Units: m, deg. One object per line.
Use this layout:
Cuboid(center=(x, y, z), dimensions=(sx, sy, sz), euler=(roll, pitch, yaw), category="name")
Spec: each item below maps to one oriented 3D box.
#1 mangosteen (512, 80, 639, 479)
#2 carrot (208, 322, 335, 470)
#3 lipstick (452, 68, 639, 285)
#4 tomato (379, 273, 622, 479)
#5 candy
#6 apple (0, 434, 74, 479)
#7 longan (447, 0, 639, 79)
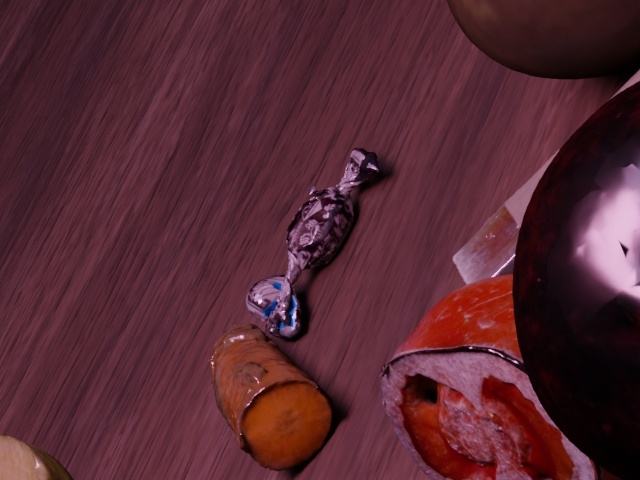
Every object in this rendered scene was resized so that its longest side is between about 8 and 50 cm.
Cuboid(center=(0.284, 0.022, 1.293), dimensions=(0.307, 0.307, 0.347), euler=(-42, -2, 18), category="mangosteen")
Cuboid(center=(-0.061, 0.136, 1.881), dimensions=(0.102, 0.102, 0.263), euler=(-50, 22, 4), category="carrot")
Cuboid(center=(0.273, -0.078, 1.625), dimensions=(0.371, 0.076, 0.080), euler=(-45, 26, 13), category="lipstick")
Cuboid(center=(0.169, 0.107, 1.495), dimensions=(0.214, 0.180, 0.155), euler=(3, 41, 49), category="tomato")
Cuboid(center=(0.000, 0.000, 1.982), dimensions=(0.094, 0.051, 0.226), euler=(7, 64, 47), category="candy")
Cuboid(center=(-0.328, 0.354, 1.852), dimensions=(0.258, 0.233, 0.295), euler=(-21, 23, 24), category="apple")
Cuboid(center=(0.262, -0.295, 1.695), dimensions=(0.350, 0.288, 0.288), euler=(-35, 31, 15), category="longan")
